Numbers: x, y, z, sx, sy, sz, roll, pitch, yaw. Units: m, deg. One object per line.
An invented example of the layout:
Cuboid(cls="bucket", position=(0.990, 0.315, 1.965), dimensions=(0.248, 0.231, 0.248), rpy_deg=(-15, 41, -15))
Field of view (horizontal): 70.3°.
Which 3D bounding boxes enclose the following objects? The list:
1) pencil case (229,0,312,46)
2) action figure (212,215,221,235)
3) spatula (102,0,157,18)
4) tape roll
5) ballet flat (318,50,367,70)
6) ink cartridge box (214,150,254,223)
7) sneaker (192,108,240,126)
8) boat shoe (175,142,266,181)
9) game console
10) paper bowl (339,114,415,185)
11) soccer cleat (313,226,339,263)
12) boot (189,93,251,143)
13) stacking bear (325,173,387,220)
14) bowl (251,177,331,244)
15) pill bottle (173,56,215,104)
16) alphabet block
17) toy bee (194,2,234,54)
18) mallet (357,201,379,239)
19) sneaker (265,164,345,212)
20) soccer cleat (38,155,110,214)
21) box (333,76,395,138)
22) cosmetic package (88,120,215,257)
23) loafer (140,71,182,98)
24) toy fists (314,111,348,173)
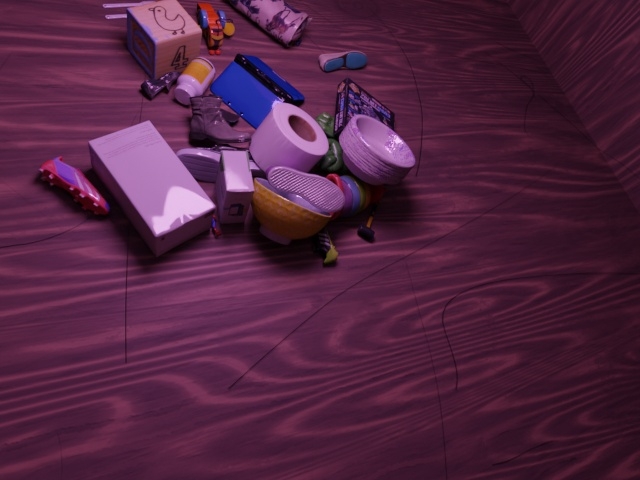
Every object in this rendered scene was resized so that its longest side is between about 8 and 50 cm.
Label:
Cuboid(cls="pencil case", position=(-0.245, -1.041, 2.020), dimensions=(0.410, 0.160, 0.183), rpy_deg=(37, 47, 0))
Cuboid(cls="action figure", position=(-0.363, -0.073, 1.525), dimensions=(0.030, 0.038, 0.115), rpy_deg=(-30, 77, -9))
Cuboid(cls="spatula", position=(-0.772, -0.962, 1.854), dimensions=(0.242, 0.019, 0.168), rpy_deg=(-19, 72, -29))
Cuboid(cls="tape roll", position=(-0.114, -0.350, 1.646), dimensions=(0.246, 0.169, 0.246), rpy_deg=(28, 40, -27))
Cuboid(cls="ballet flat", position=(0.099, -0.839, 2.099), dimensions=(0.248, 0.086, 0.086), rpy_deg=(-17, 70, -27))
Cuboid(cls="ink cartridge box", position=(-0.289, -0.172, 1.500), dimensions=(0.093, 0.212, 0.154), rpy_deg=(-3, 64, -22))
Cuboid(cls="sneaker", position=(-0.394, -0.464, 1.718), dimensions=(0.170, 0.051, 0.089), rpy_deg=(15, 58, -19))
Cuboid(cls="boat shoe", position=(-0.347, -0.281, 1.610), dimensions=(0.335, 0.121, 0.119), rpy_deg=(7, 53, -30))
Cuboid(cls="game console", position=(-0.251, -0.603, 1.861), dimensions=(0.293, 0.173, 0.250), rpy_deg=(41, 25, 3))
Cuboid(cls="paper bowl", position=(0.192, -0.314, 1.658), dimensions=(0.284, 0.148, 0.284), rpy_deg=(26, 36, -21))
Cuboid(cls="soccer cleat", position=(0.000, 0.000, 1.618), dimensions=(0.072, 0.060, 0.179), rpy_deg=(-23, 73, -16))
Cuboid(cls="boot", position=(-0.358, -0.430, 1.599), dimensions=(0.246, 0.161, 0.083), rpy_deg=(10, 16, 14))
Cuboid(cls="stacking bear", position=(0.123, -0.179, 1.706), dimensions=(0.289, 0.175, 0.164), rpy_deg=(-17, 97, -38))
Cuboid(cls="bowl", position=(-0.124, -0.080, 1.531), dimensions=(0.289, 0.289, 0.156), rpy_deg=(27, 100, -6))
Cuboid(cls="pill bottle", position=(-0.480, -0.602, 1.724), dimensions=(0.103, 0.103, 0.184), rpy_deg=(25, 57, -7))
Cuboid(cls="alphabet block", position=(-0.589, -0.755, 1.711), dimensions=(0.197, 0.193, 0.192), rpy_deg=(-35, 81, -32))
Cuboid(cls="toy bee", position=(-0.454, -0.859, 1.865), dimensions=(0.195, 0.162, 0.298), rpy_deg=(4, 37, -11))
Cuboid(cls="mallet", position=(0.187, -0.089, 1.753), dimensions=(0.062, 0.039, 0.190), rpy_deg=(24, 53, -12))
Cuboid(cls="sneaker", position=(-0.055, -0.189, 1.542), dimensions=(0.282, 0.161, 0.102), rpy_deg=(24, 97, -20))
Cuboid(cls="soccer cleat", position=(-0.745, -0.172, 1.406), dimensions=(0.248, 0.083, 0.095), rpy_deg=(32, 52, 1))
Cuboid(cls="box", position=(0.189, -0.486, 1.888), dimensions=(0.295, 0.073, 0.293), rpy_deg=(27, 52, -32))
Cuboid(cls="cosmetic package", position=(-0.533, -0.167, 1.441), dimensions=(0.217, 0.156, 0.385), rpy_deg=(-31, 78, -31))
Cuboid(cls="loafer", position=(-0.587, -0.584, 1.707), dimensions=(0.170, 0.062, 0.061), rpy_deg=(-36, 102, -29))
Cuboid(cls="toy fists", position=(0.035, -0.393, 1.819), dimensions=(0.142, 0.096, 0.279), rpy_deg=(5, 63, -18))
